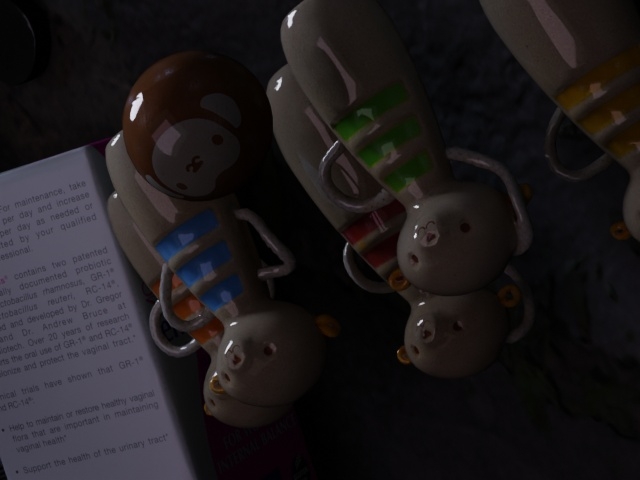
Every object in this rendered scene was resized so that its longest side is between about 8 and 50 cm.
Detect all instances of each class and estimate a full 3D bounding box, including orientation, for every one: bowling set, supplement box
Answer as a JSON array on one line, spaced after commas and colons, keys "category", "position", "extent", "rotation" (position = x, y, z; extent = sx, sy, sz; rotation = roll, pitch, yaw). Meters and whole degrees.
[{"category": "bowling set", "position": [0.000, 0.000, 0.747], "extent": [0.287, 0.200, 0.154], "rotation": [-34, 83, 31]}, {"category": "supplement box", "position": [-0.097, 0.060, 0.953], "extent": [0.114, 0.111, 0.220], "rotation": [-17, 95, 29]}]

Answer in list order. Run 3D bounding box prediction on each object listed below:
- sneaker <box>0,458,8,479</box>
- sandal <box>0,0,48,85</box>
[{"category": "sneaker", "position": [-0.191, 0.121, 1.124], "extent": [0.119, 0.047, 0.057], "rotation": [117, 138, -66]}, {"category": "sandal", "position": [-0.223, -0.142, 1.067], "extent": [0.179, 0.040, 0.067], "rotation": [34, 128, 31]}]
